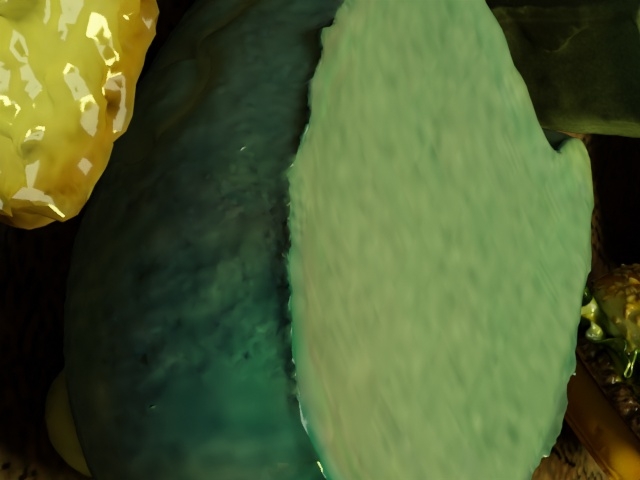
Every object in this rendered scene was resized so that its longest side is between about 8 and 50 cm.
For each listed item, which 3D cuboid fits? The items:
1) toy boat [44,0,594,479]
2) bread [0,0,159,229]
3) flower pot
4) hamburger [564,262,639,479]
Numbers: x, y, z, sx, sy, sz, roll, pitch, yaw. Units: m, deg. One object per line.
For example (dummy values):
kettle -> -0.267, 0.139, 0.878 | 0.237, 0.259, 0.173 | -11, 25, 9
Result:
toy boat -> 0.000, 0.000, 0.672 | 0.215, 0.123, 0.330 | 65, 31, -28
bread -> -0.154, -0.160, 0.358 | 0.194, 0.179, 0.340 | -29, 117, -49
flower pot -> 0.157, -0.113, 0.872 | 0.229, 0.108, 0.103 | -26, 113, -51
hamburger -> 0.171, 0.075, 0.872 | 0.137, 0.087, 0.166 | 57, 11, 28
